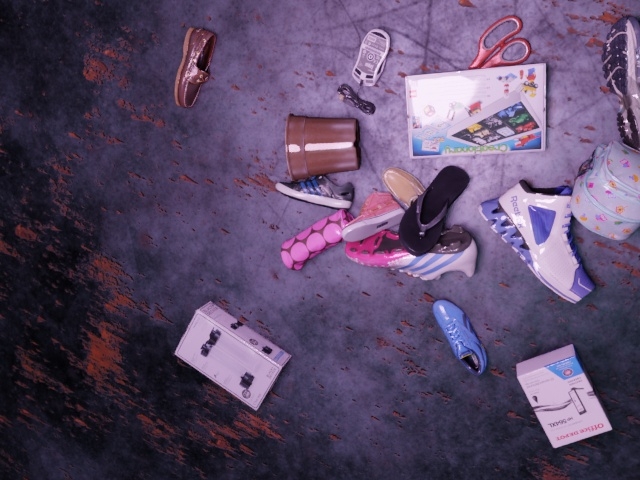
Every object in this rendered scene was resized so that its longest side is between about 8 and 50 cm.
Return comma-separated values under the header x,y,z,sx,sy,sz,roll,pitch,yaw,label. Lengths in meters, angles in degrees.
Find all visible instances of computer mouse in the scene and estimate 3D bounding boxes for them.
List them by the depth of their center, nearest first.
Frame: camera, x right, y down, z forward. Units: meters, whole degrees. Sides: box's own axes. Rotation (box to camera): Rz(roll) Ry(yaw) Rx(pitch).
x,y,z,sx,sy,sz,roll,pitch,yaw,label
0.117,-0.410,1.445,0.106,0.042,0.193,30,115,13,computer mouse

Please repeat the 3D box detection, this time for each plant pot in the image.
x,y,z,sx,sy,sz,roll,pitch,yaw,label
0.012,-0.231,1.463,0.165,0.167,0.167,-2,102,9,plant pot

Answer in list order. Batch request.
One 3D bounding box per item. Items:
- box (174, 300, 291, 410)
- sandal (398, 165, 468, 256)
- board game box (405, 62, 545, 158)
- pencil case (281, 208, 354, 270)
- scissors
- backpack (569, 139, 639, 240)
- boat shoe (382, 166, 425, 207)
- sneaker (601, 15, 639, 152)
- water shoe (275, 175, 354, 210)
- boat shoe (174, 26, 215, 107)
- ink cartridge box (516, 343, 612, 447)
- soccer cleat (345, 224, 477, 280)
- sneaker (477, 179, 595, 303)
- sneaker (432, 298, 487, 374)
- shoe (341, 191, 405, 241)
x,y,z,sx,sy,sz,roll,pitch,yaw,label
-0.248,0.322,1.699,0.289,0.087,0.169,31,110,7,box
0.258,-0.079,1.392,0.097,0.054,0.255,28,70,11,sandal
0.354,-0.294,1.380,0.305,0.053,0.193,-1,107,15,board game box
0.000,0.000,1.537,0.209,0.098,0.095,-28,49,28,pencil case
0.345,-0.393,1.391,0.297,0.021,0.109,-34,96,23,scissors
0.623,-0.103,1.263,0.165,0.144,0.188,31,64,7,backpack
0.226,-0.108,1.462,0.190,0.072,0.068,39,110,5,boat shoe
0.686,-0.336,1.270,0.122,0.110,0.283,-16,100,2,sneaker
-0.013,-0.134,1.541,0.203,0.073,0.080,15,88,7,water shoe
-0.323,-0.442,1.552,0.073,0.073,0.207,19,108,14,boat shoe
0.589,0.378,1.457,0.148,0.086,0.203,-28,93,20,ink cartridge box
0.222,0.047,1.481,0.331,0.116,0.143,-2,131,28,soccer cleat
0.530,-0.021,1.361,0.315,0.127,0.182,46,113,4,sneaker
0.350,0.241,1.503,0.069,0.082,0.209,-33,90,23,sneaker
0.116,-0.060,1.467,0.081,0.177,0.063,58,158,29,shoe
